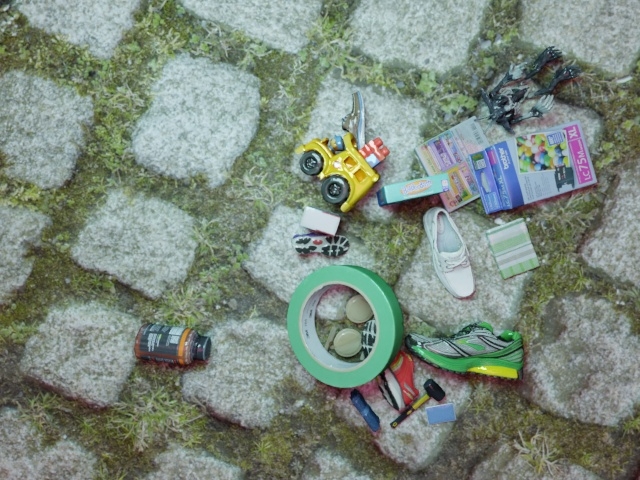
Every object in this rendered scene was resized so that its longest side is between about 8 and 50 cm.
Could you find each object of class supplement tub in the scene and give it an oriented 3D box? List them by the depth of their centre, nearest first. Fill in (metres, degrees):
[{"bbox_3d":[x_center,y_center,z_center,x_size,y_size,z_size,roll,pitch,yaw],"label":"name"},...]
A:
[{"bbox_3d":[-0.423,0.302,1.238,0.198,0.106,0.106,7,93,2],"label":"supplement tub"}]

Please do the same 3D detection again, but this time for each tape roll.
[{"bbox_3d":[0.061,0.227,1.161,0.321,0.077,0.321,-1,88,29],"label":"tape roll"}]

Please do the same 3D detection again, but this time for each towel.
[{"bbox_3d":[0.553,0.023,1.235,0.113,0.023,0.152,-20,94,5],"label":"towel"},{"bbox_3d":[0.130,0.492,1.244,0.029,0.067,0.119,-35,90,5],"label":"towel"}]

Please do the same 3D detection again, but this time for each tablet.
[{"bbox_3d":[0.356,0.513,1.267,0.083,0.006,0.054,-11,92,3],"label":"tablet"}]

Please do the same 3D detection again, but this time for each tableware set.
[{"bbox_3d":[0.096,0.245,1.249,0.128,0.039,0.194,17,98,-13],"label":"tableware set"}]

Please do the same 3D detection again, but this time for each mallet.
[{"bbox_3d":[0.273,0.479,1.257,0.189,0.039,0.062,-36,91,7],"label":"mallet"}]

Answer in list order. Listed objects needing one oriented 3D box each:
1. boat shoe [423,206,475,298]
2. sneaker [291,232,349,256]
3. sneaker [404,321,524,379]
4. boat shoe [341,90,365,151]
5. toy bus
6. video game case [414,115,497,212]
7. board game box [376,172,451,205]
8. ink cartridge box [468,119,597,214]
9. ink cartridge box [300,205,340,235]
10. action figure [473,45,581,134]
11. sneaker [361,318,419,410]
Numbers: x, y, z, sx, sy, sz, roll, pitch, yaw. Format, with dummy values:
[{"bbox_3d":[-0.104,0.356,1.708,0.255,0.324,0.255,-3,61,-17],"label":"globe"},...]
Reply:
[{"bbox_3d":[0.364,0.039,1.202,0.098,0.096,0.277,-23,92,2],"label":"boat shoe"},{"bbox_3d":[0.000,0.000,1.234,0.170,0.071,0.068,6,114,-13],"label":"sneaker"},{"bbox_3d":[0.403,0.294,1.209,0.343,0.134,0.146,8,86,-7],"label":"sneaker"},{"bbox_3d":[0.093,-0.329,1.213,0.066,0.066,0.183,-2,92,4],"label":"boat shoe"},{"bbox_3d":[0.071,-0.216,1.157,0.211,0.149,0.220,-40,89,17],"label":"toy bus"},{"bbox_3d":[0.403,-0.217,1.227,0.193,0.023,0.212,-28,92,3],"label":"video game case"},{"bbox_3d":[0.240,-0.131,1.143,0.160,0.210,0.047,-11,92,2],"label":"board game box"},{"bbox_3d":[0.588,-0.202,1.189,0.311,0.065,0.186,-17,91,-2],"label":"ink cartridge box"},{"bbox_3d":[0.002,-0.057,1.193,0.099,0.135,0.056,18,96,2],"label":"ink cartridge box"},{"bbox_3d":[0.551,-0.404,1.156,0.275,0.141,0.164,-40,92,-1],"label":"action figure"},{"bbox_3d":[0.205,0.341,1.226,0.118,0.107,0.279,-24,102,-24],"label":"sneaker"}]
